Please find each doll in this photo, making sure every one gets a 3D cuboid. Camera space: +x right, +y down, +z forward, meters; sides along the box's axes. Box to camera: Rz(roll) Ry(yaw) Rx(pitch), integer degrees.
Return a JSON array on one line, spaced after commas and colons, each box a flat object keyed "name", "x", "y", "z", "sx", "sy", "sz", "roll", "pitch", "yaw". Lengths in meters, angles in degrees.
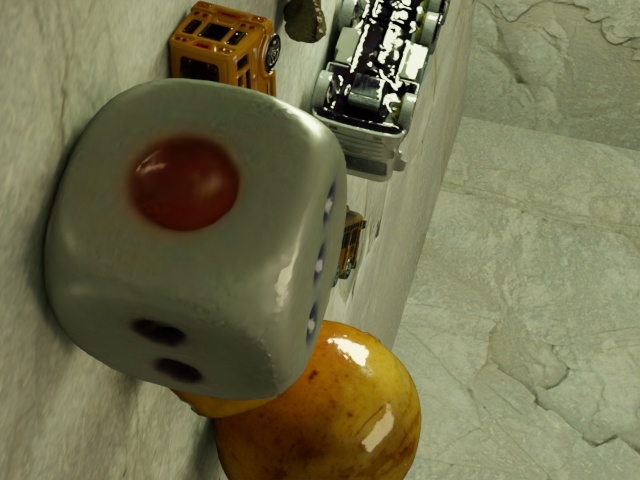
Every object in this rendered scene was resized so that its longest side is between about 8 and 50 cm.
[{"name": "doll", "x": -0.003, "y": -0.358, "z": 1.435, "sx": 0.286, "sy": 0.091, "sz": 0.202, "roll": 104, "pitch": -7, "yaw": -69}]

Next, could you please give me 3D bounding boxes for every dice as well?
[{"name": "dice", "x": -0.090, "y": 0.001, "z": 1.028, "sx": 0.192, "sy": 0.194, "sz": 0.193, "roll": 86, "pitch": 17, "yaw": -61}]

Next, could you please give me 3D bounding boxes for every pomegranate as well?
[{"name": "pomegranate", "x": 0.000, "y": 0.221, "z": 1.634, "sx": 0.264, "sy": 0.264, "sz": 0.264, "roll": 12, "pitch": 90, "yaw": -80}]

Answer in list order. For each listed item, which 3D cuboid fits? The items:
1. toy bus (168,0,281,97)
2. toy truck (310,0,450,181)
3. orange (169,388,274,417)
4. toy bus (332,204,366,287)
[{"name": "toy bus", "x": -0.088, "y": -0.114, "z": 1.218, "sx": 0.088, "sy": 0.083, "sz": 0.194, "roll": -56, "pitch": 155, "yaw": -43}, {"name": "toy truck", "x": 0.087, "y": -0.248, "z": 1.866, "sx": 0.175, "sy": 0.146, "sz": 0.367, "roll": 96, "pitch": 10, "yaw": -52}, {"name": "orange", "x": -0.097, "y": 0.094, "z": 1.258, "sx": 0.134, "sy": 0.157, "sz": 0.156, "roll": -54, "pitch": 165, "yaw": -10}, {"name": "toy bus", "x": 0.000, "y": 0.000, "z": 1.841, "sx": 0.182, "sy": 0.091, "sz": 0.103, "roll": -21, "pitch": 123, "yaw": -76}]
